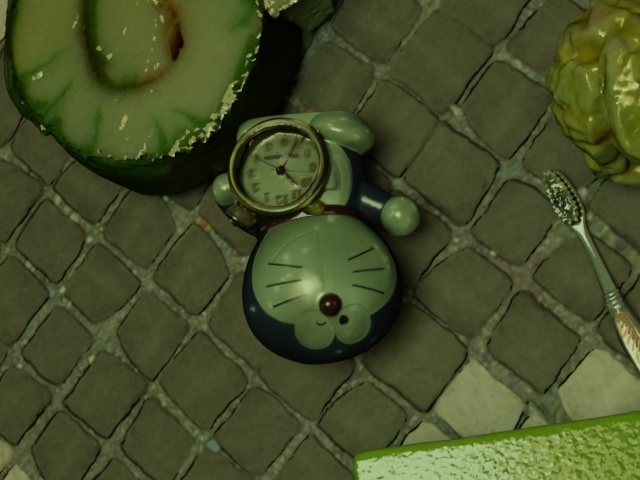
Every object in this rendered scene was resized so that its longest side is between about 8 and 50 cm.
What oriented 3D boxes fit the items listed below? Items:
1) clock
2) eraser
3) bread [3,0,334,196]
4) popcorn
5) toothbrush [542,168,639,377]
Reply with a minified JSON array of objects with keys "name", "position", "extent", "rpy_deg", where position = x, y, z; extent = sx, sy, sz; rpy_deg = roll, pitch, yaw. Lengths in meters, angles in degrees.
[{"name":"clock","position":[0.000,0.000,1.234],"extent":[0.200,0.146,0.243],"rpy_deg":[-6,75,4]},{"name":"eraser","position":[0.178,0.272,1.127],"extent":[0.274,0.092,0.210],"rpy_deg":[-8,75,9]},{"name":"bread","position":[-0.147,-0.241,1.331],"extent":[0.382,0.129,0.366],"rpy_deg":[-14,75,18]},{"name":"popcorn","position":[0.295,-0.137,1.114],"extent":[0.187,0.185,0.167],"rpy_deg":[2,83,44]},{"name":"toothbrush","position":[0.293,0.099,1.166],"extent":[0.028,0.037,0.375],"rpy_deg":[-29,76,19]}]
